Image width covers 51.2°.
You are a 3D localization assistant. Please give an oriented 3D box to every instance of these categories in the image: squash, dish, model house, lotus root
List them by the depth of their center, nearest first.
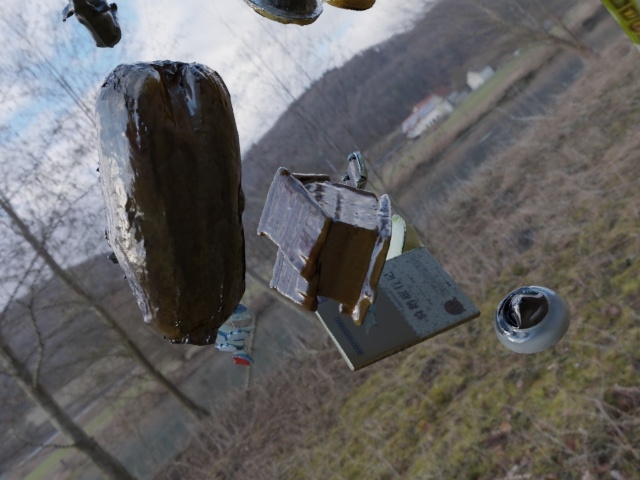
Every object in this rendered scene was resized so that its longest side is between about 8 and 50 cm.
[{"bbox_3d":[-0.160,-0.032,0.732,0.167,0.329,0.078,-9,13,-9],"label":"lotus root"},{"bbox_3d":[0.002,0.001,1.164,0.219,0.229,0.199,-81,11,-71],"label":"model house"},{"bbox_3d":[0.373,0.126,1.217,0.141,0.078,0.141,-23,40,22],"label":"dish"},{"bbox_3d":[0.166,0.029,1.662,0.204,0.155,0.236,17,80,44],"label":"squash"}]

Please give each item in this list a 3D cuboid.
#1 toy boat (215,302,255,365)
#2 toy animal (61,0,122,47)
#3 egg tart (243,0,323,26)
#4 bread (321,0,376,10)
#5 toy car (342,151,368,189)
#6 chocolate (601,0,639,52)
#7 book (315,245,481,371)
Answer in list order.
[{"bbox_3d":[-0.147,0.130,1.004,0.149,0.106,0.034,94,-166,-48],"label":"toy boat"},{"bbox_3d":[-0.545,-0.564,1.602,0.115,0.146,0.245,-17,-25,17],"label":"toy animal"},{"bbox_3d":[-0.097,-0.635,1.696,0.234,0.234,0.094,-40,-17,-47],"label":"egg tart"},{"bbox_3d":[0.054,-0.472,1.289,0.106,0.053,0.072,-11,25,-35],"label":"bread"},{"bbox_3d":[0.111,-0.193,2.039,0.056,0.095,0.205,-9,-26,-14],"label":"toy car"},{"bbox_3d":[0.388,-0.410,0.853,0.137,0.289,0.300,-34,47,31],"label":"chocolate"},{"bbox_3d":[0.150,0.134,1.408,0.311,0.217,0.021,-20,-39,-21],"label":"book"}]
